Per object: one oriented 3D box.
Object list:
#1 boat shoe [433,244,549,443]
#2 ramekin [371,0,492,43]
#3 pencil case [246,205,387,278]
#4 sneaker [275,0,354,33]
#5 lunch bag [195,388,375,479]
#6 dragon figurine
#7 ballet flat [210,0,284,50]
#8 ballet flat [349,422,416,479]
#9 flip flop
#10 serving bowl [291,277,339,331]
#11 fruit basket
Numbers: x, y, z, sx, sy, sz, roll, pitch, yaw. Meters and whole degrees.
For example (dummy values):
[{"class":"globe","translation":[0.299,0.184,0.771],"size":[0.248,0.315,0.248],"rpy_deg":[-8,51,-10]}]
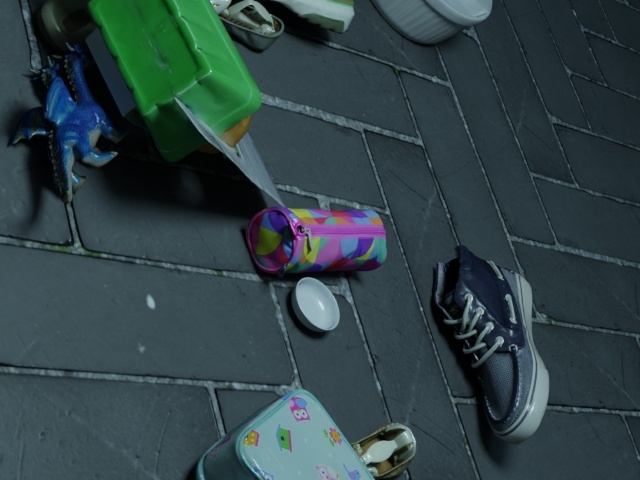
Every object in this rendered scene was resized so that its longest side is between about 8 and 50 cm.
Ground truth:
[{"class":"boat shoe","translation":[0.252,0.156,2.135],"size":[0.158,0.127,0.341],"rpy_deg":[30,33,-23]},{"class":"ramekin","translation":[0.191,-0.495,2.583],"size":[0.273,0.127,0.273],"rpy_deg":[32,40,-31]},{"class":"pencil case","translation":[0.000,0.000,1.961],"size":[0.236,0.104,0.104],"rpy_deg":[-2,63,-52]},{"class":"sneaker","translation":[-0.069,-0.477,2.170],"size":[0.410,0.182,0.158],"rpy_deg":[13,21,-50]},{"class":"lunch bag","translation":[-0.012,0.332,1.658],"size":[0.279,0.108,0.224],"rpy_deg":[57,29,-1]},{"class":"dragon figurine","translation":[-0.324,-0.142,1.693],"size":[0.144,0.085,0.289],"rpy_deg":[43,32,-15]},{"class":"ballet flat","translation":[-0.145,-0.362,2.114],"size":[0.213,0.068,0.072],"rpy_deg":[22,47,-39]},{"class":"ballet flat","translation":[0.089,0.288,1.855],"size":[0.206,0.067,0.073],"rpy_deg":[-21,78,-56]},{"class":"flip flop","translation":[-0.297,-0.343,1.902],"size":[0.112,0.080,0.277],"rpy_deg":[50,35,-8]},{"class":"serving bowl","translation":[-0.012,0.095,1.928],"size":[0.083,0.027,0.083],"rpy_deg":[32,40,-31]},{"class":"fruit basket","translation":[-0.175,-0.207,1.856],"size":[0.327,0.165,0.353],"rpy_deg":[62,3,19]}]
